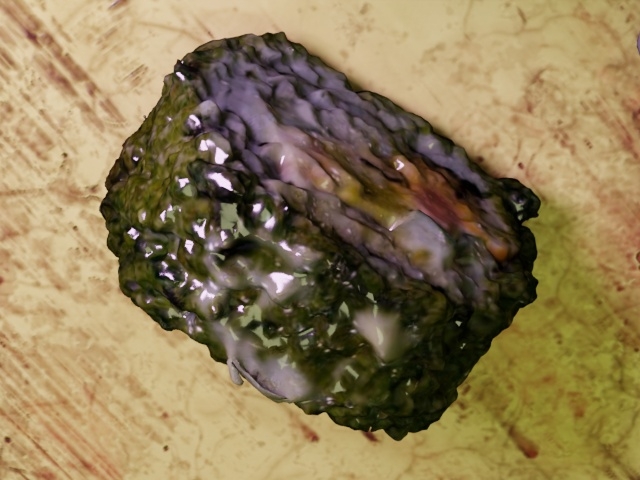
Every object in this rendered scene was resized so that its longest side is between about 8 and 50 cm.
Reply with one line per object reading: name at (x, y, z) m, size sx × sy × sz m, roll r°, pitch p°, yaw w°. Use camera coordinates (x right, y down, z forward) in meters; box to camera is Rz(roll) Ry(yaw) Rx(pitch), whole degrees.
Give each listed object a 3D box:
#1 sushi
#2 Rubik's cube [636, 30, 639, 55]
sushi at (0.000, 0.000, 1.517) m, size 0.352 × 0.294 × 0.178 m, roll 29°, pitch 120°, yaw -15°
Rubik's cube at (0.392, -0.182, 1.437) m, size 0.237 × 0.237 × 0.238 m, roll 10°, pitch 118°, yaw -5°
